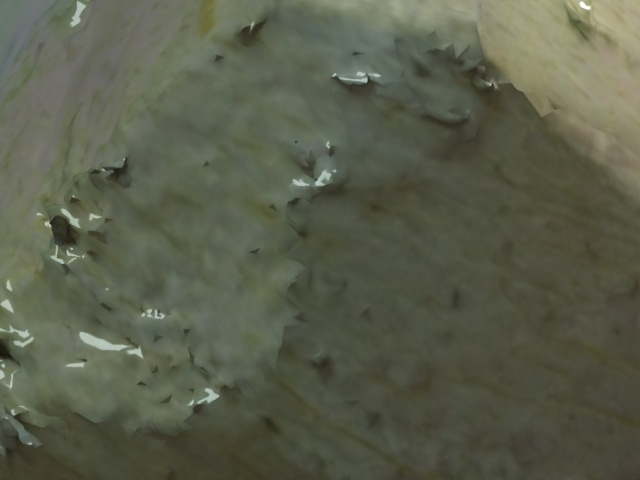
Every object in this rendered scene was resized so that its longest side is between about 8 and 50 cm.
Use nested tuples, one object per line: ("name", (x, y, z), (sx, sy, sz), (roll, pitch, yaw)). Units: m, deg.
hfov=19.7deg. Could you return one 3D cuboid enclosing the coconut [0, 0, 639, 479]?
("coconut", (0.000, 0.000, 0.550), (0.297, 0.254, 0.297), (-31, 40, 30))
